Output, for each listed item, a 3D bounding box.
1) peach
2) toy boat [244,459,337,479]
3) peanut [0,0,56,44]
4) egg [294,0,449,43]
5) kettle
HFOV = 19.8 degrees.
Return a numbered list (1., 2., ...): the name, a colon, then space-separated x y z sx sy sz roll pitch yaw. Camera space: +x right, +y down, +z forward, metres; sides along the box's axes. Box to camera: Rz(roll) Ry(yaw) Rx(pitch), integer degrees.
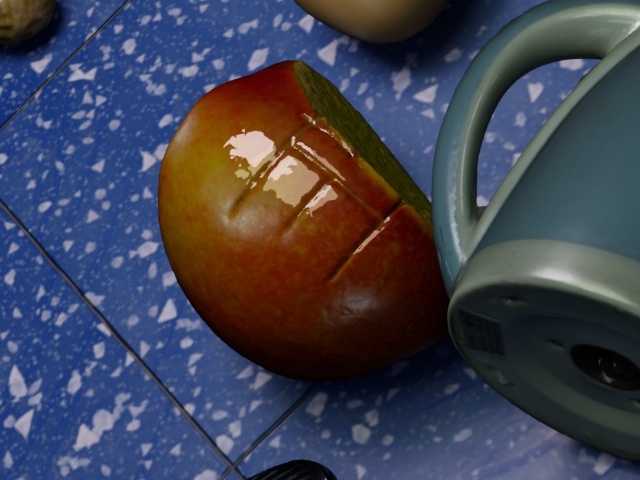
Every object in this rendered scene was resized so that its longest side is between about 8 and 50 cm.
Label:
1. peach: 0.000 0.000 1.510 0.275 0.249 0.245 42 122 26
2. toy boat: -0.096 0.293 1.476 0.299 0.092 0.134 -27 52 15
3. peanut: -0.373 -0.263 1.919 0.226 0.108 0.095 11 61 34
4. egg: 0.043 -0.293 1.661 0.201 0.201 0.244 -21 67 16
5. kettle: 0.241 -0.047 1.382 0.319 0.247 0.342 22 65 12
